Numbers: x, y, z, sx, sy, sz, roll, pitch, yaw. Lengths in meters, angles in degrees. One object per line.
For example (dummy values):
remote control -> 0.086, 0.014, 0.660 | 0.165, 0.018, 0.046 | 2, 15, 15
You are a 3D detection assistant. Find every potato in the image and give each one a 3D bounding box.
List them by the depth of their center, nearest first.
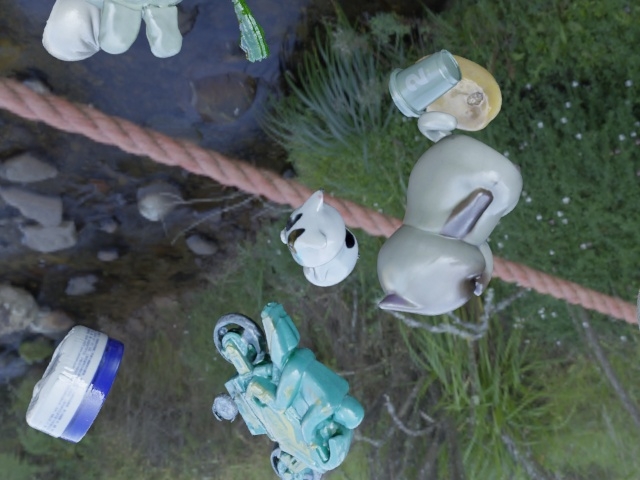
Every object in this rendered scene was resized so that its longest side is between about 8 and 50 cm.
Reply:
potato -> 0.320, -0.357, 1.611 | 0.234, 0.146, 0.150 | 23, 130, -14

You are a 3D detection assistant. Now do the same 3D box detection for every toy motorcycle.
toy motorcycle -> -0.042, 0.226, 0.953 | 0.198, 0.296, 0.109 | -19, -166, 34

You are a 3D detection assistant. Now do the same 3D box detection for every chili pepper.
chili pepper -> -0.241, -0.697, 2.179 | 0.084, 0.253, 0.099 | -26, -165, -17

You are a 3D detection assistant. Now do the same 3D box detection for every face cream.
face cream -> -0.465, 0.266, 1.278 | 0.111, 0.205, 0.206 | 29, 143, -20

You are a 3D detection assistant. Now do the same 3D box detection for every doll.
doll -> -0.180, -0.284, 0.558 | 0.155, 0.274, 0.113 | -9, 157, -44
doll -> -0.001, 0.003, 1.100 | 0.107, 0.110, 0.180 | -17, 156, 11
doll -> 0.241, -0.028, 1.256 | 0.226, 0.370, 0.215 | 16, -179, 3

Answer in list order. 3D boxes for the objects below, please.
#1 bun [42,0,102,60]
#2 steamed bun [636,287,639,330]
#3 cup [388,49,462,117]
bun -> -0.531, -0.472, 1.502 | 0.120, 0.172, 0.173 | 25, 146, -16
steamed bun -> 0.458, 0.113, 0.749 | 0.232, 0.231, 0.145 | 5, 124, -23
cup -> 0.231, -0.343, 1.475 | 0.141, 0.119, 0.120 | -25, 150, 35
